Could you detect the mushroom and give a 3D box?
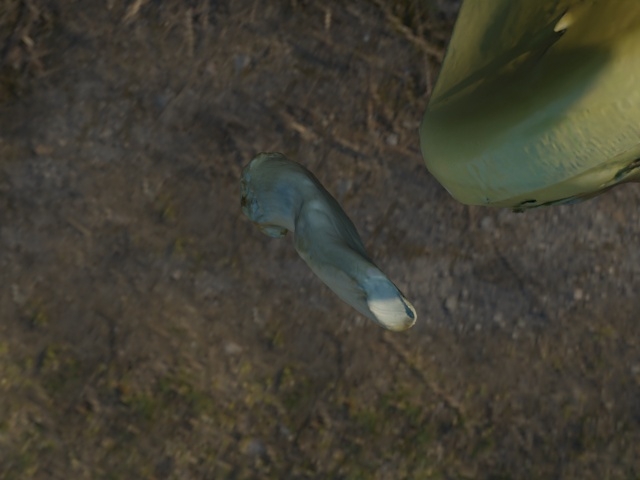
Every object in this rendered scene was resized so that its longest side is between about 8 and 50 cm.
[{"bbox_3d":[0.002,0.002,0.885,0.054,0.202,0.059,-48,129,4],"label":"mushroom"}]

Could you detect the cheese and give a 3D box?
[{"bbox_3d":[0.209,-0.144,1.021,0.128,0.259,0.316,24,167,-33],"label":"cheese"}]
